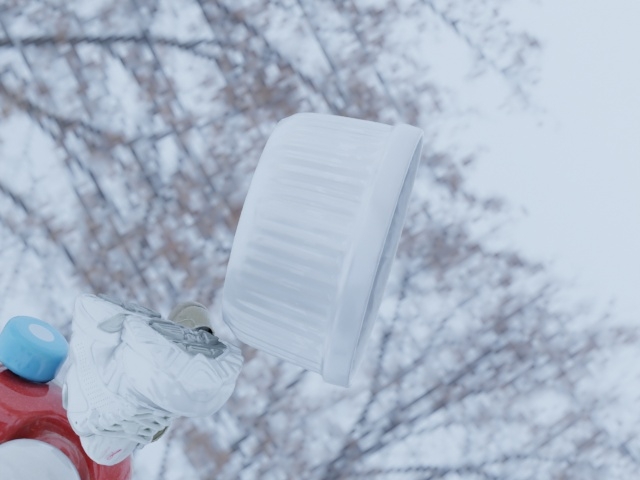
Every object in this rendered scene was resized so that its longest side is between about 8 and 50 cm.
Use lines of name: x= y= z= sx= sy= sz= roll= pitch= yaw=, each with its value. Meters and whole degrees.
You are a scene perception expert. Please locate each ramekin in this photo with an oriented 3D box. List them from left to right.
ramekin: x=0.000 y=0.000 z=1.303 sx=0.109 sy=0.207 sz=0.207 roll=16 pitch=-38 yaw=5

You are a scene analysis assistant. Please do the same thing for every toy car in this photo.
toy car: x=-0.305 y=0.231 z=1.700 sx=0.210 sy=0.238 sz=0.219 roll=31 pitch=-74 yaw=0

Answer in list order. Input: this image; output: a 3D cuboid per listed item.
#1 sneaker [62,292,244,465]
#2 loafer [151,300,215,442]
sneaker: x=-0.126 y=0.110 z=1.211 sx=0.232 sy=0.090 sz=0.115 roll=14 pitch=-93 yaw=68
loafer: x=-0.145 y=0.127 z=1.607 sx=0.056 sy=0.148 sz=0.050 roll=24 pitch=0 yaw=-24
